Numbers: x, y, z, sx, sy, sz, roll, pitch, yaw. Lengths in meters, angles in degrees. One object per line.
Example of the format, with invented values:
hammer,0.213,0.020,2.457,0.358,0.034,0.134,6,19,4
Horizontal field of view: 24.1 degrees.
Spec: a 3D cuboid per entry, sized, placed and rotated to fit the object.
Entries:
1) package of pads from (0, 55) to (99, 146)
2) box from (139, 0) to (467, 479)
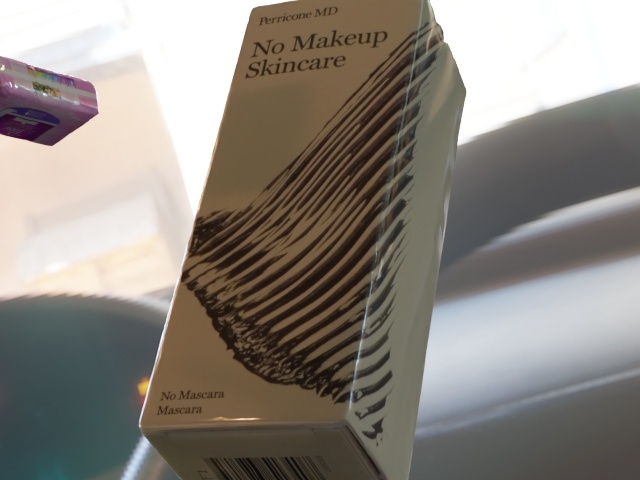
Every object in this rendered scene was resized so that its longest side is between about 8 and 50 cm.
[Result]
package of pads,-0.186,-0.086,0.939,0.050,0.032,0.083,-31,-26,32
box,0.000,0.000,0.777,0.113,0.275,0.094,-5,-37,21
